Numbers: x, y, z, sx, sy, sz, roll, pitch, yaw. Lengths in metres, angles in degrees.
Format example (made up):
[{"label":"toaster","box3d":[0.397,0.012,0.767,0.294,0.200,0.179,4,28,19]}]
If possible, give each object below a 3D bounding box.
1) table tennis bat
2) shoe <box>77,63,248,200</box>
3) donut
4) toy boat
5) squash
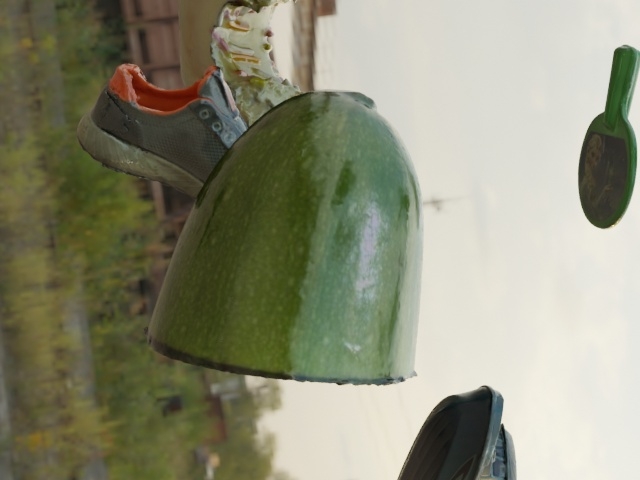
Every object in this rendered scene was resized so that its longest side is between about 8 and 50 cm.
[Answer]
[{"label":"table tennis bat","box3d":[0.403,-0.142,1.775,0.160,0.039,0.257,-131,-133,-70]},{"label":"shoe","box3d":[-0.138,-0.143,1.679,0.132,0.337,0.171,-78,-168,-61]},{"label":"donut","box3d":[-0.093,-0.302,1.906,0.307,0.150,0.371,27,-61,47]},{"label":"toy boat","box3d":[0.155,0.266,1.479,0.296,0.122,0.114,111,-14,-45]},{"label":"squash","box3d":[-0.025,-0.017,1.411,0.310,0.310,0.308,-142,-121,-80]}]
